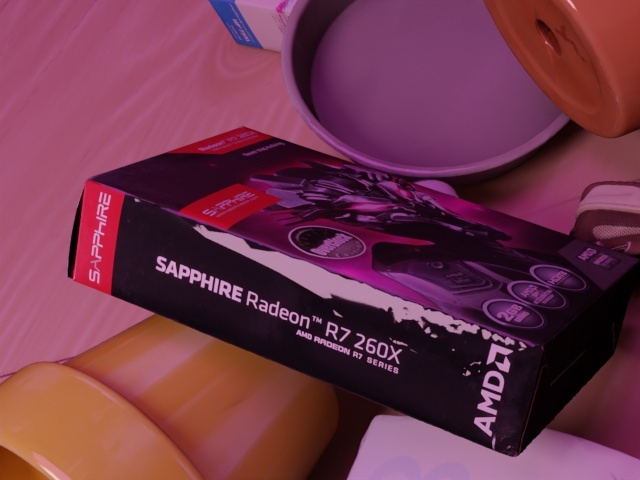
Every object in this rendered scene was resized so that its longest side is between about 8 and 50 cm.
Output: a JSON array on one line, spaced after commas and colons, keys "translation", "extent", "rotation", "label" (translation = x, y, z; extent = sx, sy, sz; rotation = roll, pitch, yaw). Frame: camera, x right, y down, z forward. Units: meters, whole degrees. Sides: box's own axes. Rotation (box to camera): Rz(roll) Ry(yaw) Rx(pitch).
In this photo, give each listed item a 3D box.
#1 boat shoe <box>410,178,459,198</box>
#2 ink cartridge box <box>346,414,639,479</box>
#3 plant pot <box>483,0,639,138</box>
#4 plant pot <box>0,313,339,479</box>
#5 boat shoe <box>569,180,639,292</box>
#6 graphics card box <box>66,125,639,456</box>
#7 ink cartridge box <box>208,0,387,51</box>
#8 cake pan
[{"translation": [0.000, 0.000, 1.315], "extent": [0.258, 0.095, 0.084], "rotation": [-24, 48, 8], "label": "boat shoe"}, {"translation": [0.141, 0.265, 0.945], "extent": [0.385, 0.091, 0.308], "rotation": [-6, 47, 43], "label": "ink cartridge box"}, {"translation": [0.261, -0.222, 1.212], "extent": [0.203, 0.291, 0.291], "rotation": [-35, 43, -6], "label": "plant pot"}, {"translation": [-0.118, 0.168, 1.142], "extent": [0.254, 0.254, 0.239], "rotation": [18, 46, 40], "label": "plant pot"}, {"translation": [0.307, 0.016, 1.131], "extent": [0.257, 0.095, 0.095], "rotation": [2, 60, 44], "label": "boat shoe"}, {"translation": [0.028, 0.022, 1.112], "extent": [0.370, 0.094, 0.233], "rotation": [21, 22, 23], "label": "graphics card box"}, {"translation": [0.010, -0.264, 1.560], "extent": [0.231, 0.078, 0.134], "rotation": [17, 63, 40], "label": "ink cartridge box"}, {"translation": [0.111, -0.169, 1.372], "extent": [0.293, 0.054, 0.293], "rotation": [-3, 59, 6], "label": "cake pan"}]
